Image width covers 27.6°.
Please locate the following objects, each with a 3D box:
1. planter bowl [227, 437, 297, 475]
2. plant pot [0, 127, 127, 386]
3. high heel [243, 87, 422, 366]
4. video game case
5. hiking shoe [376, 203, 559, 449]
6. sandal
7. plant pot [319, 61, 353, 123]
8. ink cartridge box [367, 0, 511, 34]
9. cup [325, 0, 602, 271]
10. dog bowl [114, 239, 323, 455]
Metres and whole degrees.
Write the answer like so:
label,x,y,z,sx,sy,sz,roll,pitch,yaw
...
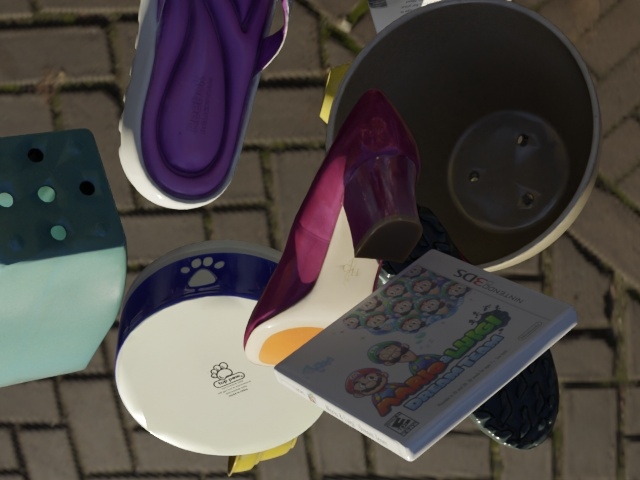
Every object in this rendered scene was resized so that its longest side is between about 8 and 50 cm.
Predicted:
label,x,y,z,sx,sy,sz,roll,pitch,yaw
planter bowl,-0.076,0.261,1.991,0.090,0.217,0.217,12,118,-6
plant pot,-0.259,0.009,1.080,0.234,0.166,0.165,-43,62,55
high heel,0.000,0.000,0.960,0.082,0.117,0.244,6,145,-20
video game case,0.069,0.071,0.878,0.143,0.157,0.019,24,142,49
hiking shoe,0.138,0.077,1.333,0.113,0.132,0.304,-33,85,-6
sandal,-0.088,-0.234,1.218,0.102,0.169,0.416,6,92,52
plant pot,0.052,-0.192,1.784,0.095,0.134,0.134,14,118,-2
ink cartridge box,0.154,-0.398,1.793,0.198,0.115,0.273,-8,152,9
cup,0.205,-0.106,1.609,0.331,0.237,0.331,-4,79,24
dog bowl,-0.113,0.133,1.571,0.265,0.104,0.265,-1,127,-1
